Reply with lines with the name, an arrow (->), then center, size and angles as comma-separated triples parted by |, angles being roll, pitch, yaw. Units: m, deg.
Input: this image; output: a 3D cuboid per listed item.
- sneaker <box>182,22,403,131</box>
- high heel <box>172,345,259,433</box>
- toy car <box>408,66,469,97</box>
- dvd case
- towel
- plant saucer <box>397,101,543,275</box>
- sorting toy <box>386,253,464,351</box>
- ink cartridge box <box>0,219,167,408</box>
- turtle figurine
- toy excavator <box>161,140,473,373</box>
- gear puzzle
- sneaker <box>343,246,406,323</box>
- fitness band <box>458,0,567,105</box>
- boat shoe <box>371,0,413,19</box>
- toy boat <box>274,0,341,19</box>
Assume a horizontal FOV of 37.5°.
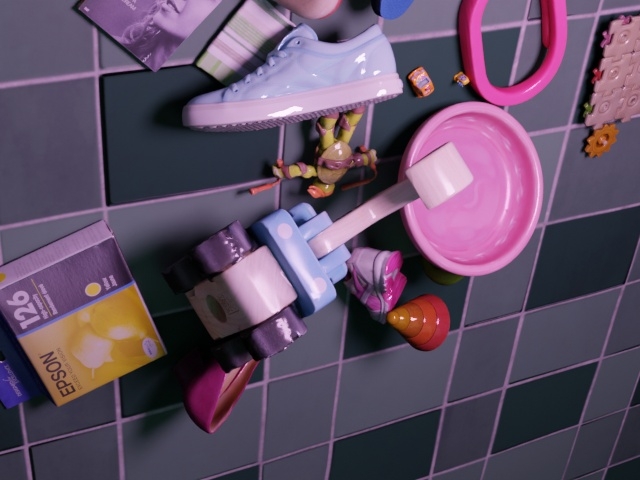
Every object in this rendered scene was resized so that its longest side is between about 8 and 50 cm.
sneaker -> -0.056, -0.270, 1.544 | 0.365, 0.135, 0.150 | -13, 91, -10
high heel -> -0.113, 0.203, 1.815 | 0.377, 0.181, 0.127 | -45, 133, 5
toy car -> 0.223, -0.300, 1.748 | 0.122, 0.040, 0.060 | -23, 131, -15
dvd case -> -0.234, -0.383, 1.428 | 0.221, 0.018, 0.164 | -46, 133, 6
towel -> -0.120, -0.320, 1.544 | 0.152, 0.023, 0.113 | -47, 131, 11
plant saucer -> 0.280, -0.099, 1.827 | 0.332, 0.084, 0.332 | -1, 93, -28
sorting toy -> 0.216, 0.045, 1.907 | 0.126, 0.127, 0.366 | 11, 99, -45
ink cartridge box -> -0.458, 0.151, 1.651 | 0.307, 0.072, 0.304 | -28, 133, -14
turtle figurine -> 0.009, -0.159, 1.690 | 0.269, 0.087, 0.217 | -7, 126, -27
toy excavator -> 0.000, 0.000, 1.648 | 0.445, 0.433, 0.222 | -35, 94, -30
gear puzzle -> 0.623, -0.324, 1.978 | 0.175, 0.044, 0.339 | -15, 132, -23
sneaker -> 0.106, 0.081, 1.925 | 0.103, 0.111, 0.252 | -60, 161, -27
fitness band -> 0.360, -0.386, 1.761 | 0.209, 0.054, 0.291 | -27, 131, -12
boat shoe -> 0.134, -0.492, 1.529 | 0.109, 0.089, 0.258 | -2, 119, -46
toy boat -> 0.005, -0.464, 1.445 | 0.151, 0.151, 0.231 | -48, 169, -50
